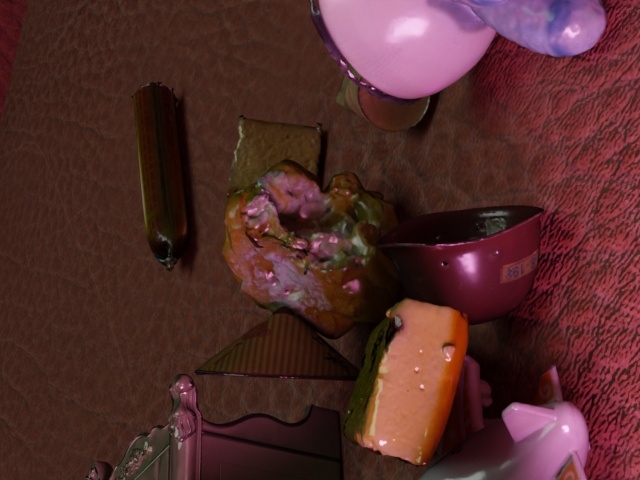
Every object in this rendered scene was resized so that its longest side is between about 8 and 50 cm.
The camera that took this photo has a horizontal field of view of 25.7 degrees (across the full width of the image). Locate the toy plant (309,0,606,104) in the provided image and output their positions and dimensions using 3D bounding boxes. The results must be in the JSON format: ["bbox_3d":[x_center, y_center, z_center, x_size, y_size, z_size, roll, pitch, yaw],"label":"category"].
[{"bbox_3d":[0.170,-0.286,1.383,0.332,0.247,0.247,-15,64,49],"label":"toy plant"}]

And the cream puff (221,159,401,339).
[{"bbox_3d":[-0.001,0.004,1.598,0.194,0.221,0.194,-58,-8,-12],"label":"cream puff"}]

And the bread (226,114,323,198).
[{"bbox_3d":[-0.065,-0.078,1.852,0.152,0.127,0.147,129,148,-70],"label":"bread"}]

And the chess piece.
[{"bbox_3d":[0.063,-0.186,1.686,0.200,0.090,0.090,-139,65,-73],"label":"chess piece"}]

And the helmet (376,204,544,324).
[{"bbox_3d":[0.139,0.030,1.349,0.155,0.175,0.106,-3,98,37],"label":"helmet"}]

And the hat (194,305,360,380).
[{"bbox_3d":[-0.041,0.114,1.555,0.193,0.193,0.082,-7,78,62],"label":"hat"}]

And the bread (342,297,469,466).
[{"bbox_3d":[0.075,0.136,1.327,0.361,0.077,0.138,98,-170,-82],"label":"bread"}]

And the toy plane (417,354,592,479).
[{"bbox_3d":[0.154,0.215,1.261,0.245,0.117,0.244,-33,50,52],"label":"toy plane"}]

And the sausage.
[{"bbox_3d":[-0.252,-0.096,2.244,0.082,0.082,0.371,-51,37,40],"label":"sausage"}]

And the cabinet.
[{"bbox_3d":[-0.130,0.367,1.610,0.290,0.227,0.318,-46,38,47],"label":"cabinet"}]
